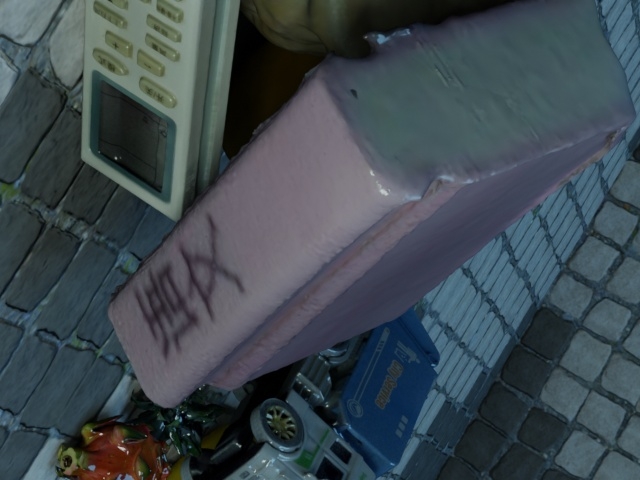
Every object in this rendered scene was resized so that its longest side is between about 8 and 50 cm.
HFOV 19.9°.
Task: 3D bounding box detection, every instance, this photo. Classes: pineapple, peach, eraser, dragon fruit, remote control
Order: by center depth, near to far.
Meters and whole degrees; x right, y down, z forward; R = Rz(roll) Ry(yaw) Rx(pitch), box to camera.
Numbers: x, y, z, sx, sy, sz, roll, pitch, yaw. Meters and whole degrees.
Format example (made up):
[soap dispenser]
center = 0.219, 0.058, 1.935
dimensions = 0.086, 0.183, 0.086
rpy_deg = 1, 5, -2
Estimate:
[remote control]
center = -0.116, -0.134, 1.284
dimensions = 0.055, 0.103, 0.277
rpy_deg = -44, 158, -35
[eraser]
center = 0.035, -0.025, 1.332
dimensions = 0.272, 0.122, 0.359
rpy_deg = -18, 165, -38
[peach]
center = 0.018, -0.144, 1.535
dimensions = 0.251, 0.153, 0.251
rpy_deg = -45, -179, 1
[dragon fruit]
center = -0.193, 0.208, 1.697
dimensions = 0.081, 0.086, 0.116
rpy_deg = -22, 172, 36
[pineapple]
center = -0.120, 0.115, 1.740
dimensions = 0.103, 0.083, 0.221
rpy_deg = -39, 156, -49

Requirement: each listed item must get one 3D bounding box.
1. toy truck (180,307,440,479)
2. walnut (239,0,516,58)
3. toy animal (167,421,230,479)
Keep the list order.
[toy truck]
center = -0.001, 0.171, 1.905
dimensions = 0.146, 0.175, 0.367
rpy_deg = -40, -168, 37
[walnut]
center = 0.039, -0.233, 1.315
dimensions = 0.248, 0.248, 0.248
rpy_deg = -52, 162, -24
[toy animal]
center = -0.089, 0.376, 1.994
dimensions = 0.345, 0.247, 0.277
rpy_deg = -61, 162, 6
